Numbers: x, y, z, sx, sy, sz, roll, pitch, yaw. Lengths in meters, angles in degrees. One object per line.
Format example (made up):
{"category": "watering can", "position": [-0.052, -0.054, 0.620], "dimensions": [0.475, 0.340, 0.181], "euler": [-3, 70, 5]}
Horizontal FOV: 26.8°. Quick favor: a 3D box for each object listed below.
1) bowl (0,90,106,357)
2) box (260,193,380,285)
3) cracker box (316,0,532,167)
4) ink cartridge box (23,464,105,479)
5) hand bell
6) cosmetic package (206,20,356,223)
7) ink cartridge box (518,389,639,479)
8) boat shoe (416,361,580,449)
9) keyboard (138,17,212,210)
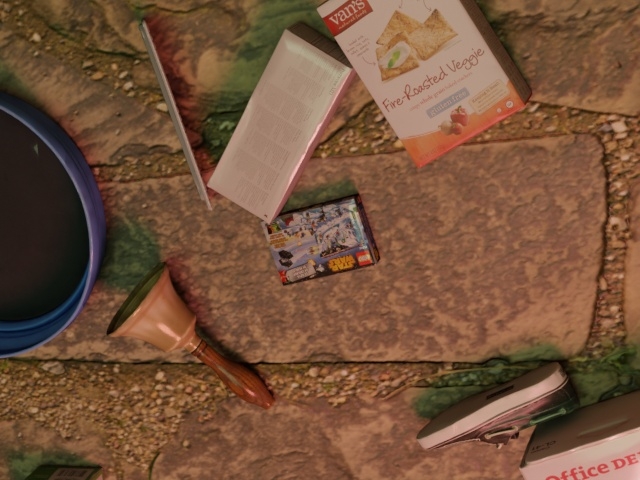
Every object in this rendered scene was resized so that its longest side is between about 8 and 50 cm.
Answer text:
{"category": "bowl", "position": [-0.477, -0.028, 1.867], "dimensions": [0.391, 0.077, 0.391], "euler": [6, 111, 16]}
{"category": "box", "position": [0.000, 0.000, 1.748], "dimensions": [0.137, 0.027, 0.094], "euler": [-13, 104, 22]}
{"category": "cracker box", "position": [0.125, -0.226, 1.602], "dimensions": [0.155, 0.067, 0.232], "euler": [-31, 97, 25]}
{"category": "ink cartridge box", "position": [-0.369, 0.444, 2.014], "dimensions": [0.109, 0.062, 0.209], "euler": [-1, 109, 18]}
{"category": "hand bell", "position": [-0.158, 0.151, 1.832], "dimensions": [0.242, 0.126, 0.126], "euler": [39, 117, -13]}
{"category": "cosmetic package", "position": [-0.046, -0.147, 1.690], "dimensions": [0.099, 0.060, 0.239], "euler": [33, 116, 6]}
{"category": "ink cartridge box", "position": [0.422, 0.351, 1.684], "dimensions": [0.226, 0.131, 0.306], "euler": [-23, 100, 25]}
{"category": "boat shoe", "position": [0.228, 0.233, 1.733], "dimensions": [0.219, 0.078, 0.070], "euler": [-27, 98, 23]}
{"category": "keyboard", "position": [-0.185, -0.162, 1.727], "dimensions": [0.014, 0.072, 0.256], "euler": [-21, 104, -9]}
